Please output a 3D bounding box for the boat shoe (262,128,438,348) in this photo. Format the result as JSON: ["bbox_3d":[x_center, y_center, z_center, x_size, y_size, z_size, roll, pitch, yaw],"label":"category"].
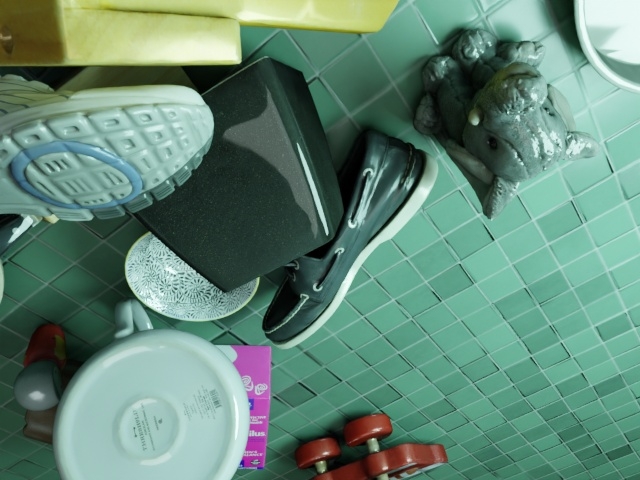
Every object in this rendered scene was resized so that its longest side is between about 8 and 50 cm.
[{"bbox_3d":[0.001,0.002,0.624,0.113,0.127,0.340,29,117,-24],"label":"boat shoe"}]

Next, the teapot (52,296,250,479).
[{"bbox_3d":[-0.216,0.237,0.651,0.252,0.256,0.187,23,166,-2],"label":"teapot"}]

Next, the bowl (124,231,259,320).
[{"bbox_3d":[-0.169,0.023,0.649,0.170,0.080,0.170,-3,127,-5],"label":"bowl"}]

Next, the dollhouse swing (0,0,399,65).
[{"bbox_3d":[-0.129,-0.316,0.358,0.315,0.305,0.347,11,114,30],"label":"dollhouse swing"}]

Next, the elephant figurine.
[{"bbox_3d":[0.191,-0.107,0.490,0.186,0.239,0.169,10,125,-14],"label":"elephant figurine"}]

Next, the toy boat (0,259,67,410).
[{"bbox_3d":[-0.480,0.115,0.624,0.267,0.148,0.318,-45,126,6],"label":"toy boat"}]

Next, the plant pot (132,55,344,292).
[{"bbox_3d":[-0.073,-0.059,0.498,0.187,0.188,0.167,-27,101,14],"label":"plant pot"}]

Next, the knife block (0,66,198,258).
[{"bbox_3d":[-0.266,-0.077,0.460,0.276,0.242,0.088,-25,127,12],"label":"knife block"}]

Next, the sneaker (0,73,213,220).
[{"bbox_3d":[-0.230,-0.077,0.349,0.297,0.129,0.111,-13,151,-9],"label":"sneaker"}]

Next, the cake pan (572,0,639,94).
[{"bbox_3d":[0.394,-0.299,0.485,0.293,0.054,0.293,-3,127,-4],"label":"cake pan"}]

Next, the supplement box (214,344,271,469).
[{"bbox_3d":[-0.148,0.296,0.840,0.111,0.114,0.220,3,125,-7],"label":"supplement box"}]

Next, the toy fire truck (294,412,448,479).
[{"bbox_3d":[0.099,0.498,1.005,0.302,0.169,0.254,-31,143,18],"label":"toy fire truck"}]

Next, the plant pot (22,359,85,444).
[{"bbox_3d":[-0.367,0.272,0.776,0.165,0.167,0.167,17,124,-8],"label":"plant pot"}]
